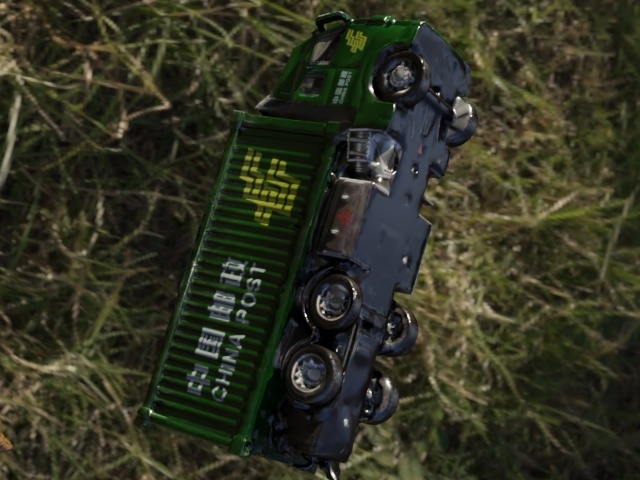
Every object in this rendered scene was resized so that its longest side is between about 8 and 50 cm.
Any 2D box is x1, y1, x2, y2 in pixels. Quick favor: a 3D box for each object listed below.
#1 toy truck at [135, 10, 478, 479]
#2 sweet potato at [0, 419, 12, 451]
[{"bbox_3d":[0.000,0.000,0.605,0.088,0.121,0.259,31,73,-54],"label":"toy truck"},{"bbox_3d":[-0.309,0.128,0.906,0.050,0.050,0.214,-46,158,-22],"label":"sweet potato"}]
